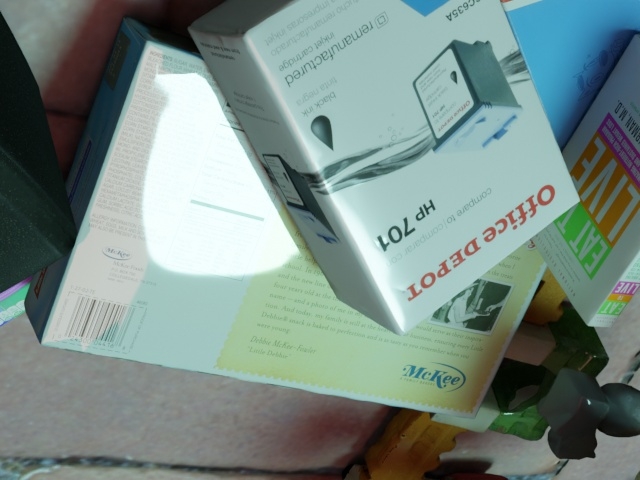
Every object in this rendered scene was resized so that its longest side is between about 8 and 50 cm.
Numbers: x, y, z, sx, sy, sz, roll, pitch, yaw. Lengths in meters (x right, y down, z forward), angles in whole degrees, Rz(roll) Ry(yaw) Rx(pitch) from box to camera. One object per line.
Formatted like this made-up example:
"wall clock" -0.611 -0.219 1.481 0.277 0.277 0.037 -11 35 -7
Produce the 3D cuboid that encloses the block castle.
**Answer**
"block castle" 0.213 0.182 0.809 0.212 0.303 0.453 16 125 -23

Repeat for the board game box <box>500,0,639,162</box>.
"board game box" 0.242 -0.200 0.621 0.316 0.064 0.242 -27 135 7

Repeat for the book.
"book" 0.179 -0.032 0.643 0.035 0.096 0.144 6 130 -23

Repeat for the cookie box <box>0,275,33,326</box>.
"cookie box" -0.198 -0.007 0.670 0.091 0.040 0.107 -30 134 10

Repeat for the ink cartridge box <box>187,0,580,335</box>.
"ink cartridge box" 0.040 -0.068 0.599 0.139 0.082 0.191 -36 115 -15

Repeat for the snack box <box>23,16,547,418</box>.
"snack box" 0.000 0.000 0.695 0.321 0.060 0.187 14 107 -29

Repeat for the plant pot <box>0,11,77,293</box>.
"plant pot" -0.227 -0.047 0.534 0.188 0.187 0.167 -29 146 8
